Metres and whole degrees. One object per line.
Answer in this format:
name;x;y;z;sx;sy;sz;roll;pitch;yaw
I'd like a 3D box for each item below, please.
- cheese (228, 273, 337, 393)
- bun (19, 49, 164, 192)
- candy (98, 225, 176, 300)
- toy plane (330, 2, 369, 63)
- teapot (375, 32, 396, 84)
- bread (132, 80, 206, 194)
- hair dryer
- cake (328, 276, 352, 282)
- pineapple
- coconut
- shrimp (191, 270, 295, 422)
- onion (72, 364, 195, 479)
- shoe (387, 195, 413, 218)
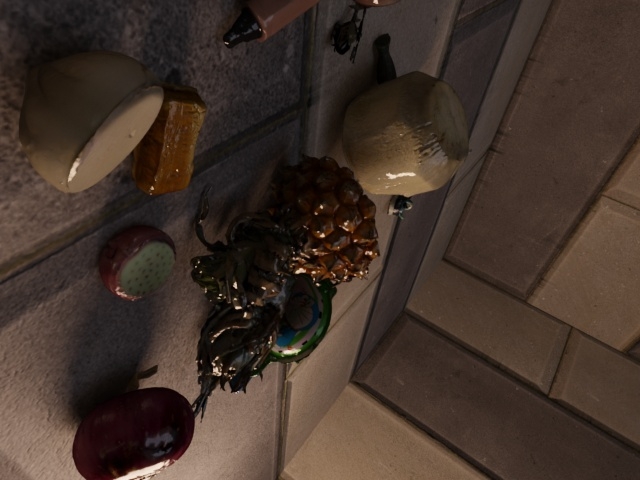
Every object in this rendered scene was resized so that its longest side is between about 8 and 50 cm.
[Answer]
cheese;-0.094;0.193;0.927;0.320;0.204;0.083;-44;140;6
bun;-0.217;-0.118;0.388;0.138;0.094;0.138;-49;-167;16
candy;-0.242;0.029;0.573;0.103;0.043;0.103;-44;151;-33
toy plane;0.050;-0.353;0.721;0.031;0.049;0.120;51;54;-68
teapot;0.133;-0.372;0.892;0.042;0.043;0.110;-54;153;-15
bread;-0.181;-0.118;0.509;0.074;0.053;0.132;-21;137;-52
hair dryer;0.002;-0.360;0.559;0.344;0.107;0.189;-46;155;-18
cake;-0.009;-0.006;1.039;0.246;0.135;0.112;48;57;-37
pineapple;-0.073;0.012;0.713;0.272;0.263;0.262;-29;144;-35
coconut;0.162;-0.208;0.897;0.245;0.248;0.244;12;73;-45
shrimp;-0.170;0.175;0.816;0.172;0.137;0.371;42;61;-30
onion;-0.291;0.304;0.678;0.177;0.153;0.177;-44;169;-11
shoe;0.283;-0.129;1.477;0.143;0.071;0.063;-46;156;-41
